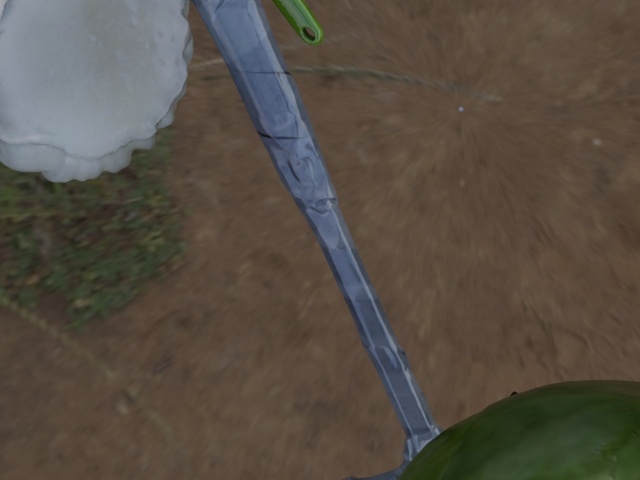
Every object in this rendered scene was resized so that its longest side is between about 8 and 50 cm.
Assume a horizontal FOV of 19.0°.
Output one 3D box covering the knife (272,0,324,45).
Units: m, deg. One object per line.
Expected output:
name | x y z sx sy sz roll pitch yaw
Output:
knife | -0.055 -0.221 1.451 0.022 0.026 0.184 -24 112 38

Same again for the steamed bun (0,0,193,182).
steamed bun | -0.176 -0.134 1.339 0.182 0.106 0.183 -7 104 -31

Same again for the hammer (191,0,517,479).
hammer | 0.000 0.000 1.278 0.152 0.044 0.427 -25 105 5

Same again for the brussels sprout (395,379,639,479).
brussels sprout | 0.166 0.253 1.151 0.289 0.281 0.355 -24 114 13
